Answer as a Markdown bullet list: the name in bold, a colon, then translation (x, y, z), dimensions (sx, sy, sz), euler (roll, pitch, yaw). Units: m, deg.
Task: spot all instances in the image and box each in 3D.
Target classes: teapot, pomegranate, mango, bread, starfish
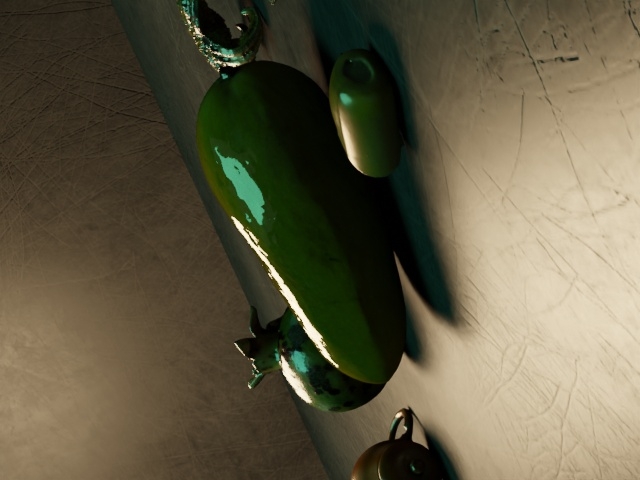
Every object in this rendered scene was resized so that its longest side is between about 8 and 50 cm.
- **teapot**: translation (0.096, 0.278, 2.044), dimensions (0.116, 0.116, 0.173), euler (77, -167, -58)
- **pomegranate**: translation (0.001, 0.114, 1.928), dimensions (0.169, 0.148, 0.148), euler (16, 145, 28)
- **mango**: translation (-0.014, -0.025, 1.643), dimensions (0.195, 0.142, 0.331), euler (-118, 4, -58)
- **bread**: translation (0.034, -0.103, 1.395), dimensions (0.103, 0.049, 0.062), euler (78, 165, -54)
- **starfish**: translation (-0.113, -0.246, 1.891), dimensions (0.146, 0.074, 0.190), euler (59, 174, 4)

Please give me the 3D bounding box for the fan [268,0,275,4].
- **fan**: translation (-0.070, -0.278, 1.723), dimensions (0.085, 0.005, 0.133), euler (67, 172, -24)
